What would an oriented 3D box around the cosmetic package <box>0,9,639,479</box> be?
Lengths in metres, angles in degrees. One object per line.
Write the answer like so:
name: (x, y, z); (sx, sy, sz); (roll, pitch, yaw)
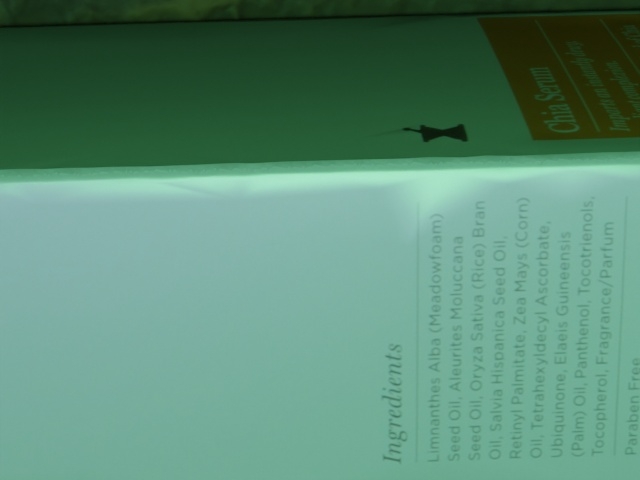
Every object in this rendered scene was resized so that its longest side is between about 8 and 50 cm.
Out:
cosmetic package: (0.000, 0.000, 0.901); (0.453, 0.230, 0.161); (-2, 112, -3)
